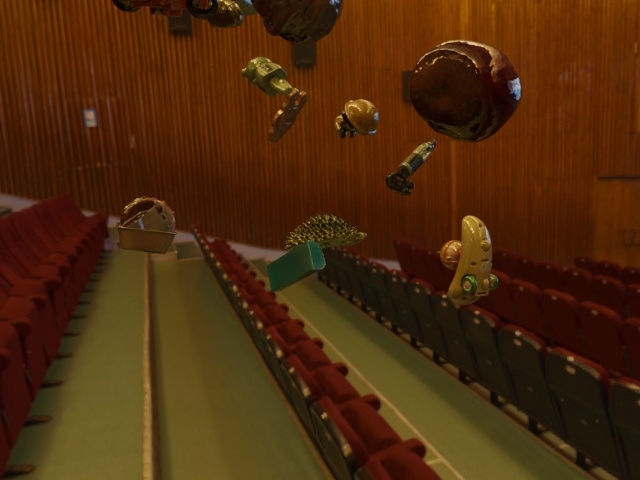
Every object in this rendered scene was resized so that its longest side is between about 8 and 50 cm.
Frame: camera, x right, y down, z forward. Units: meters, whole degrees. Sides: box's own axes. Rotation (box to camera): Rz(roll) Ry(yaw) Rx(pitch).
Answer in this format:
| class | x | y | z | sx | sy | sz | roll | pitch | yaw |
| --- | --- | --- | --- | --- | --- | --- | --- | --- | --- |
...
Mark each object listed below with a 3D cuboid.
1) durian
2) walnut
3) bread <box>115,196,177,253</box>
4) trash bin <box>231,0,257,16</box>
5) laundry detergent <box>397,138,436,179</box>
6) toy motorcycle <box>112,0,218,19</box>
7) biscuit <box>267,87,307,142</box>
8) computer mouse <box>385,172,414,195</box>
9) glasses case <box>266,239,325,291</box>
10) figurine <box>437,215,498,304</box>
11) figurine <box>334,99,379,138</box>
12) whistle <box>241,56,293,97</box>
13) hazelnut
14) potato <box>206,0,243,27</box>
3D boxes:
| class | x | y | z | sx | sy | sz | roll | pitch | yaw |
| --- | --- | --- | --- | --- | --- | --- | --- | --- | --- |
| durian | -0.008 | -0.005 | 2.101 | 0.355 | 0.169 | 0.158 | -12 | 40 | 42 |
| walnut | -0.067 | -0.672 | 1.457 | 0.272 | 0.227 | 0.273 | 5 | 1 | 0 |
| bread | -0.659 | -0.059 | 1.997 | 0.224 | 0.212 | 0.142 | 7 | 0 | -24 |
| trash bin | -0.331 | -0.990 | 2.189 | 0.116 | 0.059 | 0.129 | 6 | 3 | 33 |
| laundry detergent | 0.437 | -0.370 | 2.326 | 0.070 | 0.099 | 0.225 | 38 | 69 | 22 |
| toy motorcycle | -0.461 | -0.766 | 1.519 | 0.325 | 0.222 | 0.148 | 1 | 34 | -10 |
| biscuit | -0.137 | -0.500 | 2.121 | 0.040 | 0.236 | 0.144 | 38 | 18 | 23 |
| computer mouse | 0.342 | -0.243 | 2.282 | 0.134 | 0.079 | 0.047 | 26 | -3 | -2 |
| glasses case | -0.098 | 0.102 | 2.020 | 0.070 | 0.117 | 0.301 | -2 | -18 | -37 |
| figurine | 0.519 | 0.072 | 1.879 | 0.124 | 0.325 | 0.222 | -3 | 9 | -26 |
| figurine | 0.163 | -0.568 | 2.460 | 0.192 | 0.167 | 0.256 | -1 | 3 | -34 |
| whistle | -0.155 | -0.494 | 1.600 | 0.105 | 0.085 | 0.227 | -33 | 52 | -16 |
| hazelnut | 0.528 | -0.544 | 1.927 | 0.359 | 0.360 | 0.409 | -11 | 34 | -36 |
| potato | -0.329 | -0.765 | 1.774 | 0.085 | 0.105 | 0.188 | -35 | 46 | -27 |
